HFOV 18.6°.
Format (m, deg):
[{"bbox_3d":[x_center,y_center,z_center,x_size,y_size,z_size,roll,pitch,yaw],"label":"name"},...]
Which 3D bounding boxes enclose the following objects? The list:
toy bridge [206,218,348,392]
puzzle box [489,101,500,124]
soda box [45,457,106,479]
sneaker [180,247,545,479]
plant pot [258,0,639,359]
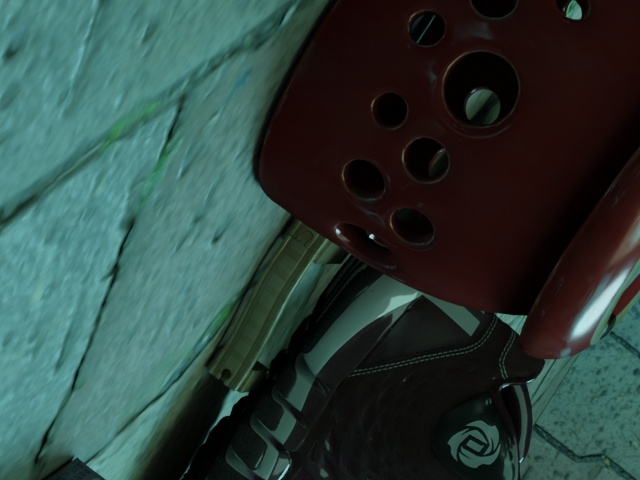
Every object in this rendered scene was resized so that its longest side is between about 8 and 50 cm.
[{"bbox_3d":[0.000,0.000,1.034,0.188,0.026,0.063,-55,168,8],"label":"toy bridge"},{"bbox_3d":[0.078,0.103,1.394,0.409,0.052,0.272,98,14,-66],"label":"puzzle box"},{"bbox_3d":[-0.158,0.196,0.839,0.092,0.083,0.263,-60,167,29],"label":"soda box"},{"bbox_3d":[0.022,0.140,1.103,0.281,0.162,0.106,-52,-173,28],"label":"sneaker"},{"bbox_3d":[0.092,-0.051,0.900,0.191,0.174,0.191,-48,166,-17],"label":"plant pot"}]
